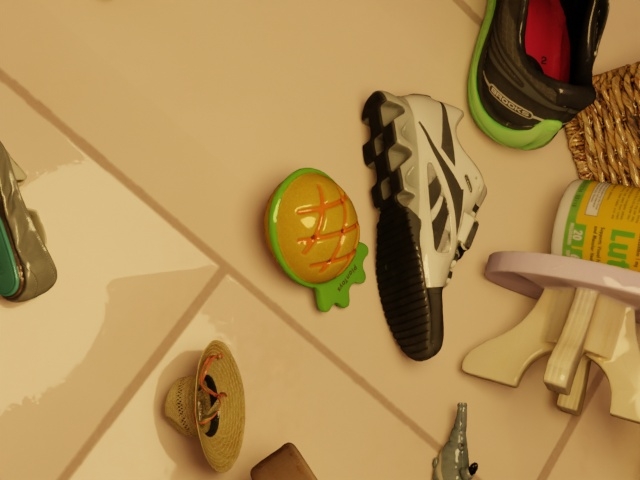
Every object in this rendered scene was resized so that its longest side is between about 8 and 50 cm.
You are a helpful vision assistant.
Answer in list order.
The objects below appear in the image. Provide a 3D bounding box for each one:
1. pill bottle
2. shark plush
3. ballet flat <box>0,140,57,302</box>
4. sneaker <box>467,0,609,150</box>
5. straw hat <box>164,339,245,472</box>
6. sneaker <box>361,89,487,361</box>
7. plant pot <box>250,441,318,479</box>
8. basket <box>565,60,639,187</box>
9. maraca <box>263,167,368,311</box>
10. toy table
[{"bbox_3d":[0.429,0.005,1.283,0.136,0.246,0.136,-32,127,-55],"label":"pill bottle"},{"bbox_3d":[0.175,0.281,1.231,0.073,0.067,0.161,22,73,-20],"label":"shark plush"},{"bbox_3d":[-0.332,-0.040,1.060,0.068,0.072,0.213,-19,91,-53],"label":"ballet flat"},{"bbox_3d":[0.297,-0.362,1.317,0.185,0.202,0.482,1,81,-25],"label":"sneaker"},{"bbox_3d":[-0.135,0.180,1.105,0.061,0.144,0.144,-5,82,16],"label":"straw hat"},{"bbox_3d":[0.145,-0.021,1.236,0.146,0.122,0.330,-1,82,-23],"label":"sneaker"},{"bbox_3d":[-0.055,0.373,1.031,0.229,0.263,0.263,-31,95,-8],"label":"plant pot"},{"bbox_3d":[0.497,-0.110,1.431,0.213,0.223,0.299,-15,87,-59],"label":"basket"},{"bbox_3d":[0.000,0.000,1.184,0.127,0.099,0.185,-52,128,-26],"label":"maraca"},{"bbox_3d":[0.319,0.121,1.238,0.252,0.274,0.160,34,70,-55],"label":"toy table"}]
